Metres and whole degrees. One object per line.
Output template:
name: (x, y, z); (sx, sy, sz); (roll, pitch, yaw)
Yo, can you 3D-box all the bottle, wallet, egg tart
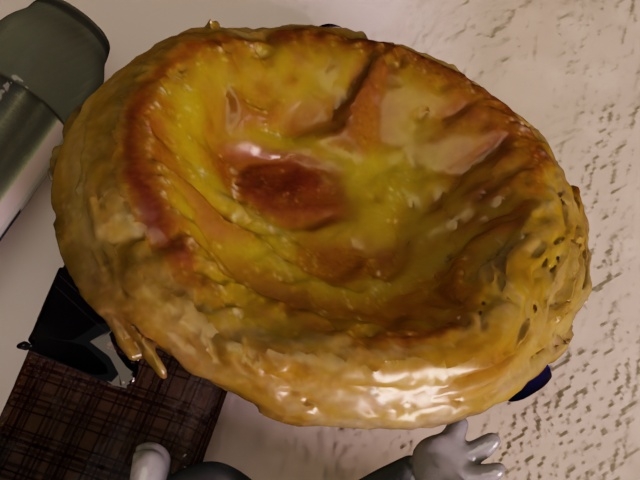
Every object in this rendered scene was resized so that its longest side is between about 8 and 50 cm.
bottle: (-0.218, -0.034, 0.834); (0.096, 0.079, 0.254); (5, 57, 47)
wallet: (-0.104, 0.056, 0.803); (0.124, 0.042, 0.230); (16, 66, 7)
egg tart: (0.000, 0.000, 0.740); (0.294, 0.116, 0.295); (11, 46, -11)

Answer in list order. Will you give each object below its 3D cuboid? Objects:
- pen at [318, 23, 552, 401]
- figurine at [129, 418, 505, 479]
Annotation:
pen: (0.060, -0.025, 0.845); (0.033, 0.033, 0.269); (-23, 65, -10)
figurine: (0.017, 0.191, 0.685); (0.265, 0.140, 0.193); (8, 51, 16)
